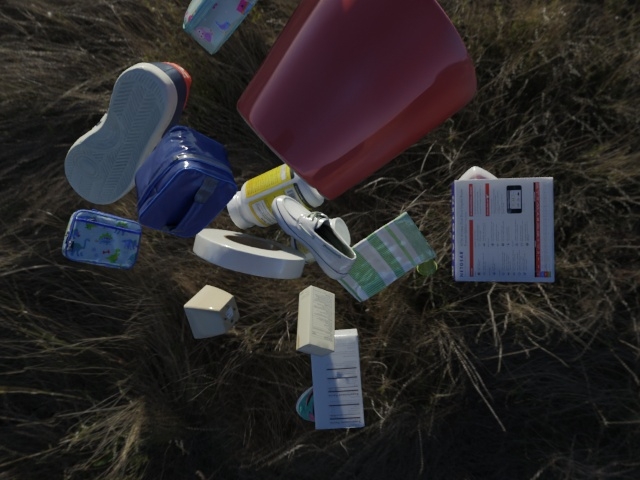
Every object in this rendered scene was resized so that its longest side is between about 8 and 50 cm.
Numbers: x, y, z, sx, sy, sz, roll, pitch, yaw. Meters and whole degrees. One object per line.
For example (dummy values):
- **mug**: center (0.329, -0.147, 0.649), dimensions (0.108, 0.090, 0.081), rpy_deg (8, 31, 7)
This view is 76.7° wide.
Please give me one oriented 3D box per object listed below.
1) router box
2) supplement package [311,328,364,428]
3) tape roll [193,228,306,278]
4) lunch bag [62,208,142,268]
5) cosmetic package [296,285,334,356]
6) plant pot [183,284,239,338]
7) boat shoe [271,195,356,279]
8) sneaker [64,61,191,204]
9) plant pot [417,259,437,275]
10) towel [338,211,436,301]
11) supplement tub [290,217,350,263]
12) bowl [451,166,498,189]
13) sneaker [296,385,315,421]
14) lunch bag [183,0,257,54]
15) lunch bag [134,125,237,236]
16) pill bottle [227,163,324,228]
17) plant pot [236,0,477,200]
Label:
- **router box**: center (0.590, -0.034, 1.326), dimensions (0.301, 0.082, 0.335), rpy_deg (0, 89, 11)
- **supplement package**: center (0.048, 0.385, 1.148), dimensions (0.134, 0.139, 0.244), rpy_deg (-4, 83, 4)
- **tape roll**: center (-0.242, 0.041, 1.413), dimensions (0.392, 0.392, 0.072), rpy_deg (14, 97, -3)
- **lunch bag**: center (-0.715, -0.004, 1.333), dimensions (0.219, 0.090, 0.176), rpy_deg (19, 78, -38)
- **cosmetic package**: center (-0.008, 0.148, 0.741), dimensions (0.060, 0.041, 0.115), rpy_deg (25, 49, -27)
- **plant pot**: center (-0.284, 0.196, 1.096), dimensions (0.096, 0.109, 0.109), rpy_deg (2, 117, 22)
- **boat shoe**: center (-0.008, -0.025, 0.845), dimensions (0.226, 0.076, 0.083), rpy_deg (46, 41, 9)
- **sneaker**: center (-0.363, -0.204, 0.790), dimensions (0.350, 0.148, 0.131), rpy_deg (-34, 112, 30)
- **plant pot**: center (0.436, 0.090, 1.670), dimensions (0.083, 0.079, 0.083), rpy_deg (-12, 48, 13)
- **towel**: center (0.209, 0.071, 1.382), dimensions (0.325, 0.248, 0.038), rpy_deg (-34, 39, 14)
- **supplement tub**: center (0.000, 0.000, 1.571), dimensions (0.199, 0.144, 0.144), rpy_deg (-18, 80, 27)
- **bowl**: center (0.568, -0.181, 1.468), dimensions (0.142, 0.142, 0.053), rpy_deg (28, 38, -10)
- **sneaker**: center (0.049, 0.511, 1.406), dimensions (0.124, 0.178, 0.295), rpy_deg (47, 72, -11)
- **lunch bag**: center (-0.249, -0.626, 1.042), dimensions (0.224, 0.279, 0.108), rpy_deg (-40, 129, 24)
- **lunch bag**: center (-0.130, -0.047, 0.382), dimensions (0.098, 0.067, 0.065), rpy_deg (-41, 52, 27)
- **pill bottle**: center (-0.170, -0.162, 1.496), dimensions (0.334, 0.188, 0.188), rpy_deg (-20, 80, 20)
- **plant pot**: center (0.032, -0.208, 0.572), dimensions (0.243, 0.275, 0.275), rpy_deg (-43, 86, 9)
